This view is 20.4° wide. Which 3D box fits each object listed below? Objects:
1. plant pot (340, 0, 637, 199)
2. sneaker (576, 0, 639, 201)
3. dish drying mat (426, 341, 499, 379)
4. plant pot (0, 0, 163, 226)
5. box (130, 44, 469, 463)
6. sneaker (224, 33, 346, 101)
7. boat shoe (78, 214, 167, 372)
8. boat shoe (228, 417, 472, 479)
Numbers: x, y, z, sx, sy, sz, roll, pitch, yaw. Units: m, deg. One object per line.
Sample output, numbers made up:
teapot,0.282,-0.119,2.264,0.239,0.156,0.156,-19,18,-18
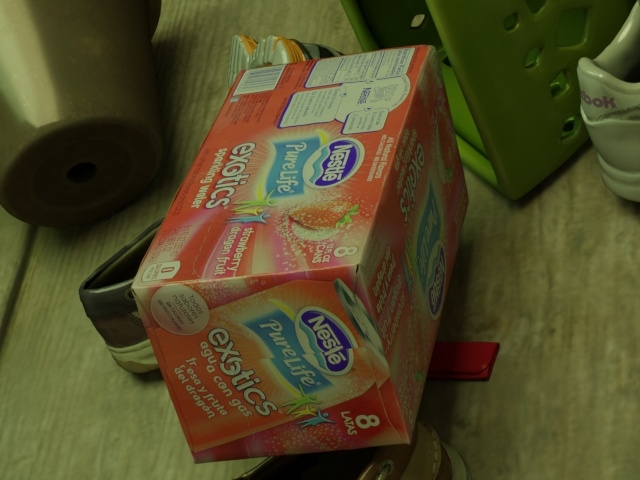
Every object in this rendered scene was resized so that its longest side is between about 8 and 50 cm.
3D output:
plant pot,0.143,-0.208,1.374,0.207,0.228,0.227,-33,39,-7
sneaker,0.312,-0.158,1.259,0.305,0.152,0.114,-39,38,-7
dish drying mat,0.087,0.086,1.284,0.083,0.008,0.032,-2,49,33
plant pot,-0.245,-0.144,1.575,0.263,0.263,0.229,-29,57,7
box,0.000,0.000,1.200,0.154,0.142,0.300,-7,30,17
sneaker,-0.029,-0.130,1.505,0.215,0.083,0.084,-161,75,-71
boat shoe,-0.068,-0.013,1.419,0.285,0.092,0.103,-39,37,-6
boat shoe,-0.057,0.212,1.175,0.324,0.116,0.123,-37,40,-2
